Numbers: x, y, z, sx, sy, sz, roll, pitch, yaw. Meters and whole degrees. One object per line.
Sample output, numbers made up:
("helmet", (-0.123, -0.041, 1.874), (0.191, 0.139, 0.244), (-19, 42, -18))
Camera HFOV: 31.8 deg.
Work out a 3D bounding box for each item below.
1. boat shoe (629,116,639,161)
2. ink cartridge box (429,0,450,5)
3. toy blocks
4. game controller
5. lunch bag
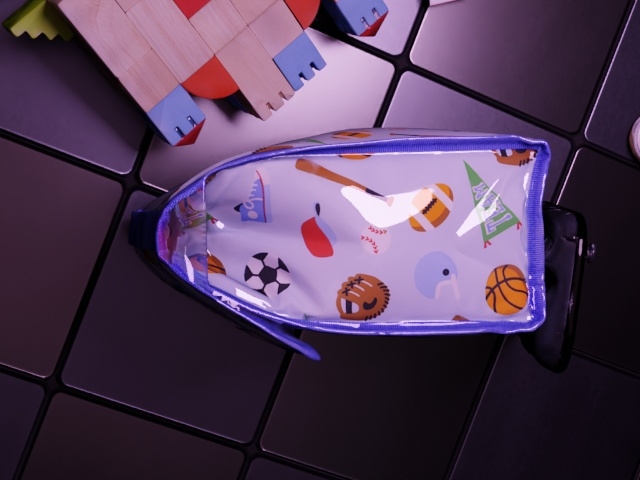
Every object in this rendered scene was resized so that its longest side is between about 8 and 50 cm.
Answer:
("boat shoe", (0.514, -0.191, 1.402), (0.277, 0.096, 0.098), (-45, 100, -7))
("ink cartridge box", (0.142, -0.341, 1.334), (0.063, 0.029, 0.115), (-15, 100, -12))
("toy blocks", (-0.104, -0.249, 1.215), (0.381, 0.191, 0.261), (-42, 121, -9))
("game controller", (0.250, 0.043, 1.255), (0.067, 0.319, 0.166), (-2, 95, 4))
("lunch bag", (0.000, 0.000, 1.184), (0.385, 0.328, 0.239), (0, 90, -14))
